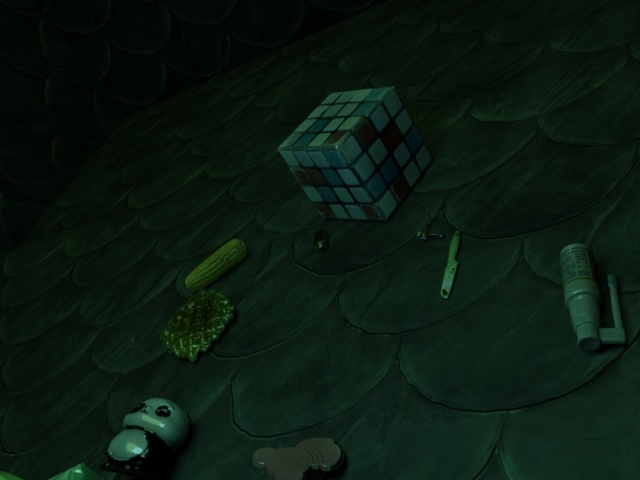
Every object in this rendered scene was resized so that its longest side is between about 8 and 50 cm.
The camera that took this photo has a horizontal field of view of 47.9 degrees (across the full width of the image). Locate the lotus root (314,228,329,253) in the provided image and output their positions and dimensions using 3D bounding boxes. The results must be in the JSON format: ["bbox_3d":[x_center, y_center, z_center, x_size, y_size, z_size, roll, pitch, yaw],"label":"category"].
[{"bbox_3d":[-0.001,-0.002,1.881,0.037,0.030,0.083,-25,30,20],"label":"lotus root"}]

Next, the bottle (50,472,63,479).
[{"bbox_3d":[-0.539,0.577,1.550,0.069,0.069,0.187,-42,32,-12],"label":"bottle"}]

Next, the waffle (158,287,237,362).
[{"bbox_3d":[-0.316,0.215,1.862,0.214,0.054,0.208,16,54,47],"label":"waffle"}]

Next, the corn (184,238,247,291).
[{"bbox_3d":[-0.295,0.071,2.038,0.203,0.072,0.072,-38,30,-3],"label":"corn"}]

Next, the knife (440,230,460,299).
[{"bbox_3d":[0.283,0.049,1.538,0.030,0.014,0.207,-14,37,33],"label":"knife"}]

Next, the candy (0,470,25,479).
[{"bbox_3d":[-0.790,0.684,1.607,0.343,0.132,0.142,-59,-5,-39],"label":"candy"}]

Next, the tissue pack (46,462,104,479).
[{"bbox_3d":[-0.410,0.598,1.189,0.194,0.266,0.356,-27,31,15],"label":"tissue pack"}]

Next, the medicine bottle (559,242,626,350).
[{"bbox_3d":[0.468,0.096,1.240,0.092,0.061,0.221,-2,40,15],"label":"medicine bottle"}]

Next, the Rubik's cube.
[{"bbox_3d":[0.093,-0.224,1.883,0.259,0.253,0.256,7,49,48],"label":"Rubik's cube"}]

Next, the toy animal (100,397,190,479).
[{"bbox_3d":[-0.371,0.420,1.536,0.166,0.138,0.179,7,52,28],"label":"toy animal"}]

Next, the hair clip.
[{"bbox_3d":[-0.033,0.391,1.272,0.138,0.102,0.123,-41,33,-12],"label":"hair clip"}]

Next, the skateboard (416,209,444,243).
[{"bbox_3d":[0.261,-0.033,1.667,0.063,0.032,0.083,-5,42,26],"label":"skateboard"}]
